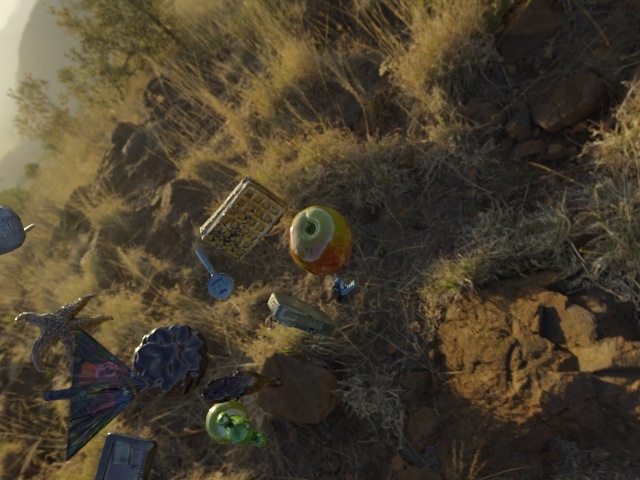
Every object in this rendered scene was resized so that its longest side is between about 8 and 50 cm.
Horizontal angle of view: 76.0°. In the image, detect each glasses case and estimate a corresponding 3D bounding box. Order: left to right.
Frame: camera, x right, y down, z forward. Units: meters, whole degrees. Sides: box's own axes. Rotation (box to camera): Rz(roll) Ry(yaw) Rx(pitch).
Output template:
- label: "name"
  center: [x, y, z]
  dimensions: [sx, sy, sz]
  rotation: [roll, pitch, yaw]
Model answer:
- label: "glasses case"
  center: [-0.777, 0.009, 0.849]
  dimensions: [0.283, 0.109, 0.067]
  rotation: [-21, 23, -17]

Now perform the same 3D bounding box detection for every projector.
- label: "projector"
  center: [-0.085, 0.308, 1.692]
  dimensions: [0.088, 0.270, 0.193]
  rotation: [-63, 22, 5]

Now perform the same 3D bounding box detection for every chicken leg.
- label: "chicken leg"
  center: [-0.310, 0.592, 1.639]
  dimensions: [0.323, 0.177, 0.083]
  rotation: [-18, 48, -4]

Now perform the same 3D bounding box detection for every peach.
- label: "peach"
  center: [0.000, 0.000, 1.341]
  dimensions: [0.231, 0.231, 0.230]
  rotation: [-21, 54, 32]

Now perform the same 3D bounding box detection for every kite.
- label: "kite"
  center: [-0.547, 0.361, 1.017]
  dimensions: [0.016, 0.234, 0.321]
  rotation: [-41, 52, 46]

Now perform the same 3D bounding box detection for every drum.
- label: "drum"
  center: [-0.463, 0.139, 1.827]
  dimensions: [0.130, 0.049, 0.253]
  rotation: [-20, 85, 9]

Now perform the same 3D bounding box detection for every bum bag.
- label: "bum bag"
  center: [-0.411, 0.478, 0.862]
  dimensions: [0.026, 0.109, 0.159]
  rotation: [-115, 43, -77]

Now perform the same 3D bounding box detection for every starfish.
- label: "starfish"
  center: [-0.896, 0.311, 1.455]
  dimensions: [0.302, 0.299, 0.060]
  rotation: [-44, -10, -44]

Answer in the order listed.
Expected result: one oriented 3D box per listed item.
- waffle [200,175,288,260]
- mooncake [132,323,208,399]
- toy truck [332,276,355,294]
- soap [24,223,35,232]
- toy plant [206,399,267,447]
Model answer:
- label: "waffle"
  center: [-0.368, -0.099, 1.949]
  dimensions: [0.376, 0.261, 0.114]
  rotation: [-45, 39, 14]
- label: "mooncake"
  center: [-0.575, 0.459, 1.583]
  dimensions: [0.141, 0.283, 0.283]
  rotation: [114, 150, -44]
- label: "toy truck"
  center: [0.095, 0.185, 1.665]
  dimensions: [0.090, 0.073, 0.056]
  rotation: [1, 30, 1]
- label: "soap"
  center: [-0.942, -0.025, 1.294]
  dimensions: [0.089, 0.012, 0.034]
  rotation: [-34, 32, -4]
- label: "toy plant"
  center: [-0.365, 0.787, 1.746]
  dimensions: [0.316, 0.224, 0.184]
  rotation: [-18, 36, 55]
